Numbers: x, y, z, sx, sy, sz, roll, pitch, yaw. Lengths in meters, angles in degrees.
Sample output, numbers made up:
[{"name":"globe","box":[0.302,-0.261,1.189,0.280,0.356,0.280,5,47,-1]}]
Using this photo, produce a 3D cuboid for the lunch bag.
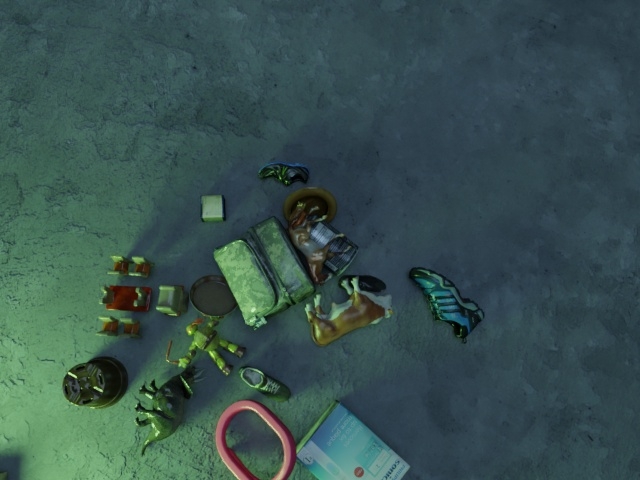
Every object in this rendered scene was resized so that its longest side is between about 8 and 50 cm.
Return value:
[{"name":"lunch bag","box":[-0.186,0.108,1.671,0.256,0.212,0.305,-29,82,-1]}]

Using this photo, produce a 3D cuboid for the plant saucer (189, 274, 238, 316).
[{"name":"plant saucer","box":[-0.356,0.190,1.690,0.169,0.029,0.168,11,47,-12]}]

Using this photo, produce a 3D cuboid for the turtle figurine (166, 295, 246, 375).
[{"name":"turtle figurine","box":[-0.353,0.324,1.649,0.217,0.087,0.269,37,56,-5]}]

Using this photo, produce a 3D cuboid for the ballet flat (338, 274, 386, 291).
[{"name":"ballet flat","box":[0.148,0.153,1.776,0.173,0.049,0.057,9,52,-9]}]

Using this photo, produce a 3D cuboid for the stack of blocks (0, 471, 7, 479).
[{"name":"stack of blocks","box":[-1.039,0.846,1.468,0.171,0.087,0.297,-1,76,-6]}]

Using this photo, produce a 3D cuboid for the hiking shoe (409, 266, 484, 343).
[{"name":"hiking shoe","box":[0.421,0.213,1.742,0.304,0.113,0.132,38,75,4]}]

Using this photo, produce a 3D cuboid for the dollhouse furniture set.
[{"name":"dollhouse furniture set","box":[-0.585,0.195,1.668,0.259,0.135,0.261,3,76,7]}]

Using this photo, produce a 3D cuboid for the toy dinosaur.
[{"name":"toy dinosaur","box":[-0.491,0.533,1.579,0.160,0.121,0.313,16,73,5]}]

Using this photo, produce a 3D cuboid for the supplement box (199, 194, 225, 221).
[{"name":"supplement box","box":[-0.380,-0.113,1.777,0.083,0.056,0.083,-3,77,-6]}]

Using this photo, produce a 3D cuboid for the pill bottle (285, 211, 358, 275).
[{"name":"pill bottle","box":[0.000,0.000,1.731,0.246,0.130,0.130,38,76,-4]}]

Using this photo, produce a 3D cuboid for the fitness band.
[{"name":"fitness band","box":[-0.204,0.631,1.563,0.291,0.054,0.209,35,88,30]}]

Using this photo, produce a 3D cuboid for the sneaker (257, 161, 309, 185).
[{"name":"sneaker","box":[-0.132,-0.239,1.825,0.188,0.067,0.078,1,70,-8]}]

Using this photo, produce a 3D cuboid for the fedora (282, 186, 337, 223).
[{"name":"fedora","box":[-0.038,-0.126,1.785,0.194,0.194,0.079,3,36,-4]}]

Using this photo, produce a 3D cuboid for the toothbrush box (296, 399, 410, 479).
[{"name":"toothbrush box","box":[0.095,0.689,1.591,0.295,0.126,0.216,42,77,4]}]

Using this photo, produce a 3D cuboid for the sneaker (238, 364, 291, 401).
[{"name":"sneaker","box":[-0.184,0.469,1.638,0.192,0.086,0.064,30,76,2]}]

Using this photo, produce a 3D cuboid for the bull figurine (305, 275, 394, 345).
[{"name":"bull figurine","box":[0.098,0.233,1.701,0.310,0.101,0.188,-29,96,-8]}]

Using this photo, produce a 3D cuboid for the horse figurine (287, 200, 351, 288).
[{"name":"horse figurine","box":[-0.022,0.002,1.632,0.174,0.066,0.263,-40,96,-8]}]

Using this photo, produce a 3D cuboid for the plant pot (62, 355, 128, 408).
[{"name":"plant pot","box":[-0.705,0.442,1.557,0.167,0.165,0.166,1,76,-4]}]
